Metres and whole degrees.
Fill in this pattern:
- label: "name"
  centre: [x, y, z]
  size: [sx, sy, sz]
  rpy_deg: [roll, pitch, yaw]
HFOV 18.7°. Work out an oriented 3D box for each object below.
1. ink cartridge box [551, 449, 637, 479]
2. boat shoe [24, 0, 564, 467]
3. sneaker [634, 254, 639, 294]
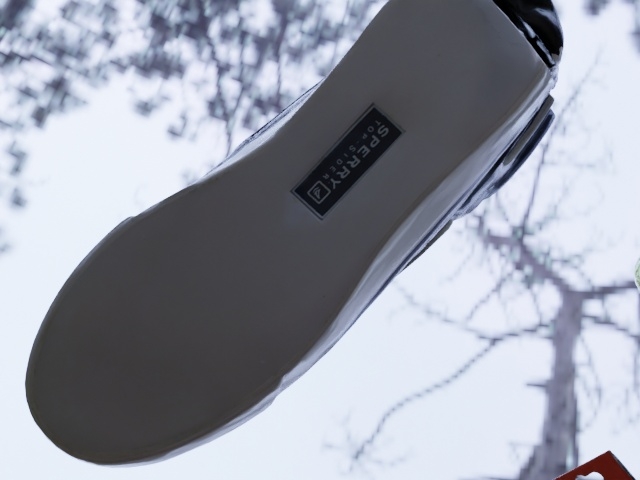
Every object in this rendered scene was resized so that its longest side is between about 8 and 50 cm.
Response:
- label: "ink cartridge box"
  centre: [0.155, 0.163, 0.955]
  size: [0.115, 0.029, 0.063]
  rpy_deg: [50, -39, 0]
- label: "boat shoe"
  centre: [0.000, 0.000, 1.047]
  size: [0.340, 0.158, 0.127]
  rpy_deg: [-40, -105, 2]
- label: "sneaker"
  centre: [0.217, -0.059, 1.060]
  size: [0.094, 0.081, 0.208]
  rpy_deg: [22, -69, -14]
